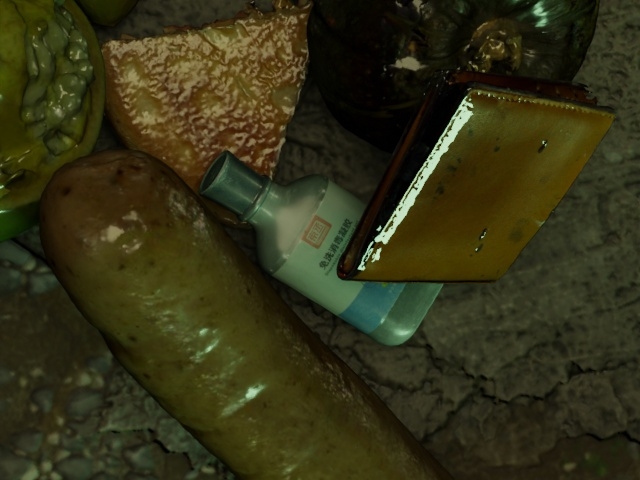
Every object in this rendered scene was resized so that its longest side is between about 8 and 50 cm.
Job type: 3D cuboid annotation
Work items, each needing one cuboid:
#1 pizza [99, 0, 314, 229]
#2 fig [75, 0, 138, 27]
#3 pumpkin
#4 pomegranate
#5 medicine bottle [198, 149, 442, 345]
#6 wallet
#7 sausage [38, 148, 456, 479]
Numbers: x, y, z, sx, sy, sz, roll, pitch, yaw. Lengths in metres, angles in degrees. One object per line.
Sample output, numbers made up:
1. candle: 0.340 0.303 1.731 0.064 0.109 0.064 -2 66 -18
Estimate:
1. pizza: -0.070 -0.118 1.404 0.193 0.053 0.201 -34 104 -1
2. fig: -0.172 -0.214 1.403 0.074 0.074 0.088 0 105 -6
3. pumpkin: 0.107 -0.167 1.349 0.238 0.238 0.159 -27 46 -7
4. pomegranate: -0.285 -0.138 1.309 0.260 0.260 0.341 15 54 -4
5. medicine bottle: 0.000 0.000 1.387 0.208 0.053 0.090 32 86 -18
6. wallet: 0.115 -0.045 1.329 0.161 0.195 0.042 4 40 -35
7. sausage: -0.030 0.122 1.313 0.501 0.136 0.123 48 50 -23
